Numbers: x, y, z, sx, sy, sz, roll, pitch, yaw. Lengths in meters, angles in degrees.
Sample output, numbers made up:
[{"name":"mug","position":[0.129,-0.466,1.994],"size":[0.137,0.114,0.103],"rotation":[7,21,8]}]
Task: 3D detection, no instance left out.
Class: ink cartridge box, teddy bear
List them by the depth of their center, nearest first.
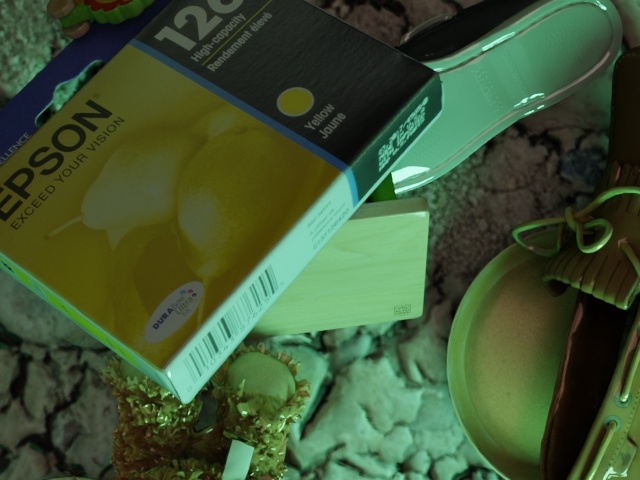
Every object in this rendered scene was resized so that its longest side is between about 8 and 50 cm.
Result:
[{"name":"ink cartridge box","position":[-0.118,-0.078,0.939],"size":[0.307,0.072,0.303],"rotation":[32,69,23]},{"name":"teddy bear","position":[-0.095,0.235,0.984],"size":[0.245,0.113,0.338],"rotation":[-8,73,-28]}]

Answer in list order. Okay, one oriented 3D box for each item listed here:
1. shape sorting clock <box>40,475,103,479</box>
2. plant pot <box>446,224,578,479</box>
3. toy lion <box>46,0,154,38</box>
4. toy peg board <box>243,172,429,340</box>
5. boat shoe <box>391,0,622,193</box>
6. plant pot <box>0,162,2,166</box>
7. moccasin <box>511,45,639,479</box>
[{"name":"shape sorting clock","position":[-0.204,0.296,1.020],"size":[0.206,0.040,0.206],"rotation":[0,87,-5]},{"name":"plant pot","position":[0.222,0.105,1.075],"size":[0.236,0.032,0.236],"rotation":[0,86,-5]},{"name":"toy lion","position":[-0.171,-0.210,1.016],"size":[0.096,0.034,0.100],"rotation":[-18,48,14]},{"name":"toy peg board","position":[0.000,0.000,1.014],"size":[0.161,0.161,0.079],"rotation":[-7,57,-2]},{"name":"boat shoe","position":[0.102,-0.126,1.050],"size":[0.302,0.091,0.114],"rotation":[-21,113,-2]},{"name":"plant pot","position":[-0.263,-0.043,1.020],"size":[0.079,0.083,0.083],"rotation":[24,85,8]},{"name":"moccasin","position":[0.237,0.032,1.005],"size":[0.147,0.139,0.380],"rotation":[7,96,-14]}]
